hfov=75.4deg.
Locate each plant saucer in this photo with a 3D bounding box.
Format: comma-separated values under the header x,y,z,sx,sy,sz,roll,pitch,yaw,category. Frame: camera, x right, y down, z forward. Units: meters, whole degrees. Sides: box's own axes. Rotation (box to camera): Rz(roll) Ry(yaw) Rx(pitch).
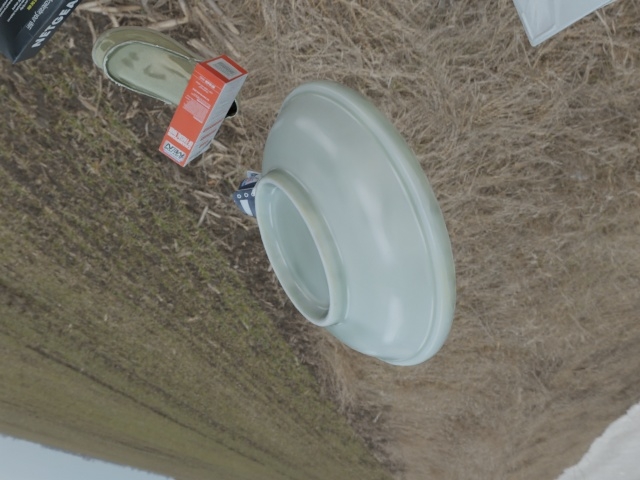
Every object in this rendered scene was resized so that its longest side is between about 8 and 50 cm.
x,y,z,sx,sy,sz,roll,pitch,yaw,category
0.000,0.000,0.562,0.101,0.400,0.400,-22,155,-22,plant saucer

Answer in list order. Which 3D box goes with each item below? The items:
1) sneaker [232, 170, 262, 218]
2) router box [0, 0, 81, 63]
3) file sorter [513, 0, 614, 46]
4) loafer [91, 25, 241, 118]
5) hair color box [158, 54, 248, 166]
x,y,z,sx,sy,sz,roll,pitch,yaw,category
-0.088,-0.134,0.842,0.153,0.099,0.282,21,135,0,sneaker
-0.368,-0.325,0.495,0.179,0.046,0.133,-28,116,24,router box
0.308,-0.413,0.452,0.277,0.173,0.193,63,168,-7,file sorter
-0.248,-0.286,0.728,0.269,0.092,0.102,2,135,-42,loafer
-0.192,-0.210,0.676,0.053,0.093,0.167,35,123,-8,hair color box
